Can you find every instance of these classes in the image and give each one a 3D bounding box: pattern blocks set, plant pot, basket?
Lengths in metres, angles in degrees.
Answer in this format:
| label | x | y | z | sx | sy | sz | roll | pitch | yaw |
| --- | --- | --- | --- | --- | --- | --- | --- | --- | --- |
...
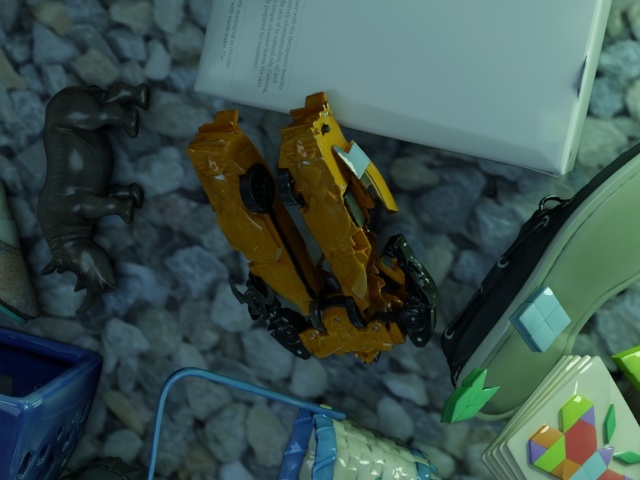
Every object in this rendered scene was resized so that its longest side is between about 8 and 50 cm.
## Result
| label | x | y | z | sx | sy | sz | roll | pitch | yaw |
| --- | --- | --- | --- | --- | --- | --- | --- | --- | --- |
| pattern blocks set | 0.246 | 0.216 | 1.703 | 0.325 | 0.026 | 0.285 | 43 | 71 | -25 |
| plant pot | -0.377 | 0.208 | 1.828 | 0.236 | 0.236 | 0.212 | 15 | 101 | 10 |
| basket | -0.036 | 0.269 | 1.764 | 0.289 | 0.201 | 0.255 | 11 | 96 | -4 |

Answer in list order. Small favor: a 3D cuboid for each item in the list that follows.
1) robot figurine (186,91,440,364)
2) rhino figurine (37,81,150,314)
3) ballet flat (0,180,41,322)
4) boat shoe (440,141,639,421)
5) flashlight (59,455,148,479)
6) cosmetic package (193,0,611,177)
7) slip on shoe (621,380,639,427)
| label | x | y | z | sx | sy | sz | roll | pitch | yaw |
| --- | --- | --- | --- | --- | --- | --- | --- | --- | --- |
| robot figurine | 0.000 | 0.000 | 1.746 | 0.211 | 0.085 | 0.291 | -7 | 128 | 29 |
| rhino figurine | -0.240 | -0.045 | 1.864 | 0.106 | 0.073 | 0.243 | 6 | 95 | 7 |
| ballet flat | -0.396 | -0.043 | 1.883 | 0.316 | 0.107 | 0.106 | 37 | 92 | 6 |
| boat shoe | 0.234 | 0.016 | 1.753 | 0.127 | 0.113 | 0.340 | 21 | 111 | -34 |
| flashlight | -0.230 | 0.278 | 1.759 | 0.103 | 0.304 | 0.103 | -21 | 88 | 12 |
| cosmetic package | 0.083 | -0.194 | 1.747 | 0.365 | 0.155 | 0.197 | 15 | 96 | 10 |
| slip on shoe | 0.305 | 0.193 | 1.778 | 0.051 | 0.041 | 0.135 | 23 | 97 | 10 |
